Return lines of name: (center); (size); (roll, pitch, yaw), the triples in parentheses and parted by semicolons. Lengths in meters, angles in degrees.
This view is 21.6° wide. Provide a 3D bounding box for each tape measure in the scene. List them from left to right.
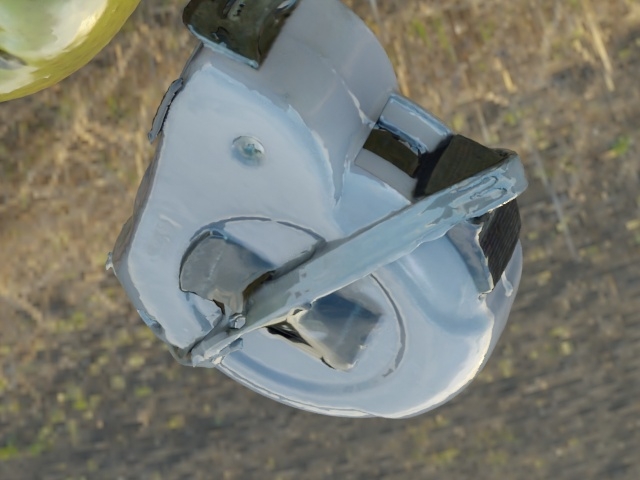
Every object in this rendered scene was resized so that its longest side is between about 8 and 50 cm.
tape measure: (0.000, 0.000, 0.813); (0.197, 0.120, 0.236); (28, 141, 0)

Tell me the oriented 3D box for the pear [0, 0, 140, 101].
pear: (-0.260, -0.287, 1.143); (0.362, 0.418, 0.362); (-12, 146, -8)
